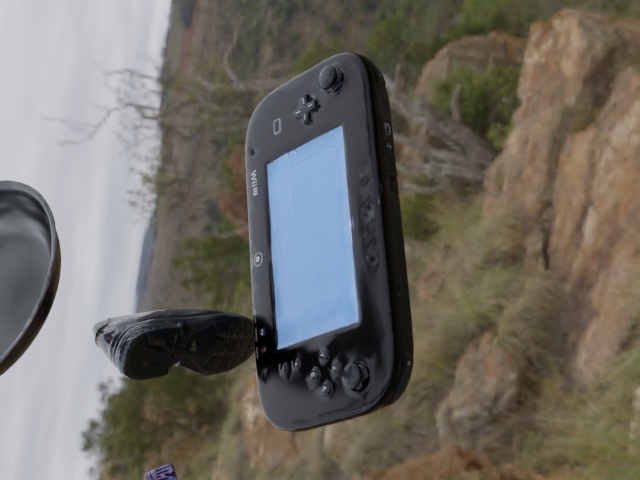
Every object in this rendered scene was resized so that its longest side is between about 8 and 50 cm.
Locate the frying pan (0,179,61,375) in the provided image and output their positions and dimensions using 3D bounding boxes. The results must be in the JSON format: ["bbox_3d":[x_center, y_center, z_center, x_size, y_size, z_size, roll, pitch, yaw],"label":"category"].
[{"bbox_3d":[-0.277,0.097,0.811,0.053,0.197,0.326,43,-146,-49],"label":"frying pan"}]

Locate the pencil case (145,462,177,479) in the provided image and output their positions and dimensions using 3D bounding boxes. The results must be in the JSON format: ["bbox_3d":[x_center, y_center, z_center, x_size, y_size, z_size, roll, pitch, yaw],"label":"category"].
[{"bbox_3d":[-0.097,0.186,0.581,0.095,0.098,0.209,60,-175,5],"label":"pencil case"}]

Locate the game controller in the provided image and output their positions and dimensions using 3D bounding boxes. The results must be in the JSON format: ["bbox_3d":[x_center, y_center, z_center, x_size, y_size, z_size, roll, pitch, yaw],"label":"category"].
[{"bbox_3d":[0.000,0.000,0.915,0.166,0.067,0.319,-18,65,34],"label":"game controller"}]

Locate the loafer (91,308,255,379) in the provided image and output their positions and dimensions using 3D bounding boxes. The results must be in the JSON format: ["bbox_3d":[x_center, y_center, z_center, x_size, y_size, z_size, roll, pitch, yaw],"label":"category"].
[{"bbox_3d":[-0.123,0.082,0.938,0.061,0.170,0.062,28,103,38],"label":"loafer"}]
